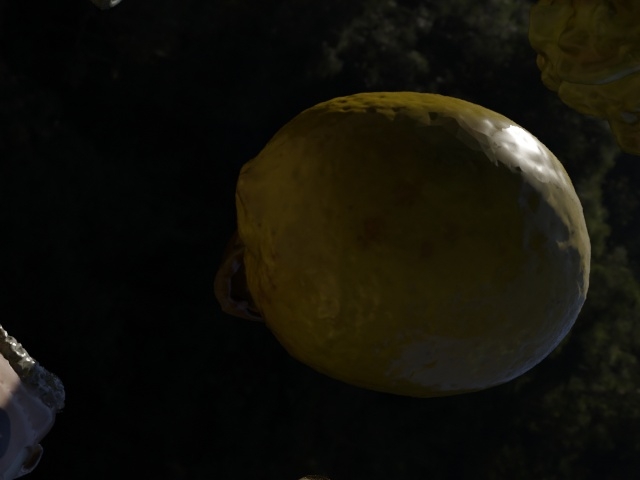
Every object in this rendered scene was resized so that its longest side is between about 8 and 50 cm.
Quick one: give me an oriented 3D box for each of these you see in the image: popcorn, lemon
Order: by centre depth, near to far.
[{"bbox_3d":[0.050,0.002,0.667,0.170,0.207,0.170,-175,-90,-75],"label":"lemon"},{"bbox_3d":[0.271,-0.199,1.027,0.217,0.180,0.235,75,21,-69],"label":"popcorn"}]

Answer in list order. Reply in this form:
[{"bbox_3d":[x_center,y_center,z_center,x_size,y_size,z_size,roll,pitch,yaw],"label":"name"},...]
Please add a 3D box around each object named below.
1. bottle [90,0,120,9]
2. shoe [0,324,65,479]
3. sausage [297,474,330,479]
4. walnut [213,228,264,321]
[{"bbox_3d":[-0.309,-0.383,1.359,0.120,0.253,0.120,-52,-177,4],"label":"bottle"},{"bbox_3d":[-0.269,0.034,0.562,0.171,0.351,0.198,-12,-156,26],"label":"shoe"},{"bbox_3d":[0.005,0.213,0.833,0.031,0.031,0.107,-102,178,-63],"label":"sausage"},{"bbox_3d":[-0.002,-0.001,1.085,0.211,0.167,0.087,-18,-122,22],"label":"walnut"}]
